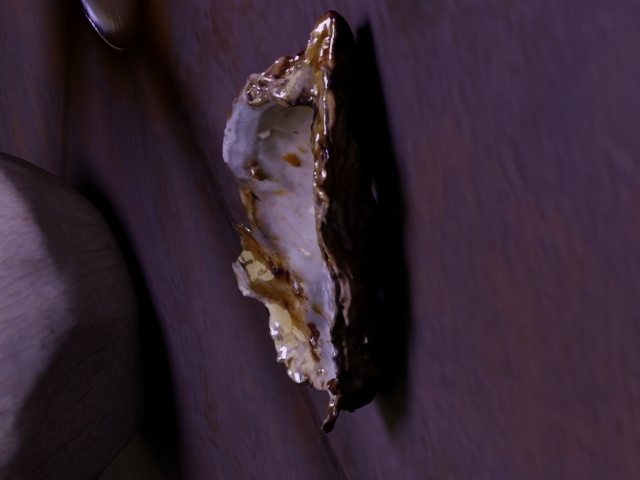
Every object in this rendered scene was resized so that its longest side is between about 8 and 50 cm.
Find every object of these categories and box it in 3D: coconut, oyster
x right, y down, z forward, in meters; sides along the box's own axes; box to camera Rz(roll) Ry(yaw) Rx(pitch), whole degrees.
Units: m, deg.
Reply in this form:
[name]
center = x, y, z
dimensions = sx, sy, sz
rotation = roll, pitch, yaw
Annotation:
[coconut]
center = -0.195, 0.061, 0.834
dimensions = 0.224, 0.224, 0.224
rotation = 164, 90, -72
[oyster]
center = 0.001, 0.000, 0.516
dimensions = 0.086, 0.029, 0.132
rotation = 61, 155, 19
